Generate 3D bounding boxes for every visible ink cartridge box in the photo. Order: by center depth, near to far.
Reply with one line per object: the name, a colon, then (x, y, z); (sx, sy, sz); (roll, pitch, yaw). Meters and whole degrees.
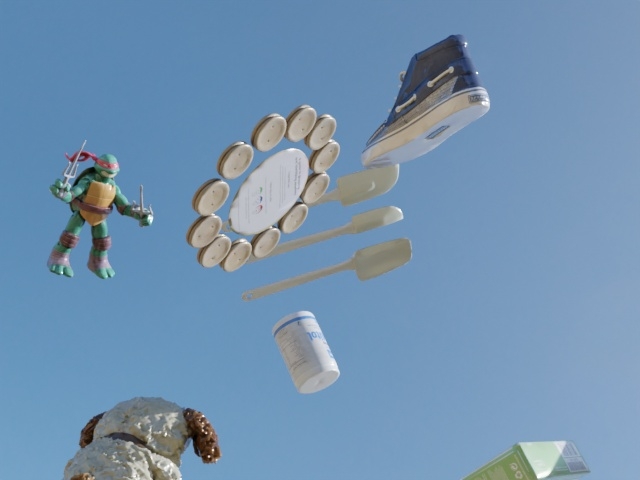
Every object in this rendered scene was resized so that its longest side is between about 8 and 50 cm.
ink cartridge box: (0.214, 0.336, 1.251); (0.235, 0.056, 0.171); (-39, -29, 26)

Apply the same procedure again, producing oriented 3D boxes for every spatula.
spatula: (0.000, 0.000, 1.254); (0.242, 0.019, 0.168); (-18, -51, -9)

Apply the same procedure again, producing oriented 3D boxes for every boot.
boot: (0.107, -0.150, 1.065); (0.069, 0.086, 0.190); (-2, -17, -41)

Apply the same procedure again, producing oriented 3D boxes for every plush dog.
plush dog: (-0.263, 0.306, 1.295); (0.262, 0.225, 0.211); (1, -50, 17)

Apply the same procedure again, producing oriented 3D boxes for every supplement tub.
supplement tub: (-0.023, 0.166, 1.426); (0.071, 0.107, 0.071); (-21, -28, -12)

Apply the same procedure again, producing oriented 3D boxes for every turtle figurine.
turtle figurine: (-0.364, -0.054, 1.564); (0.175, 0.118, 0.234); (12, -70, -23)

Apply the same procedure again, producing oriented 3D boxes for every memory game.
memory game: (-0.051, -0.047, 0.890); (0.012, 0.186, 0.186); (41, -35, 26)
